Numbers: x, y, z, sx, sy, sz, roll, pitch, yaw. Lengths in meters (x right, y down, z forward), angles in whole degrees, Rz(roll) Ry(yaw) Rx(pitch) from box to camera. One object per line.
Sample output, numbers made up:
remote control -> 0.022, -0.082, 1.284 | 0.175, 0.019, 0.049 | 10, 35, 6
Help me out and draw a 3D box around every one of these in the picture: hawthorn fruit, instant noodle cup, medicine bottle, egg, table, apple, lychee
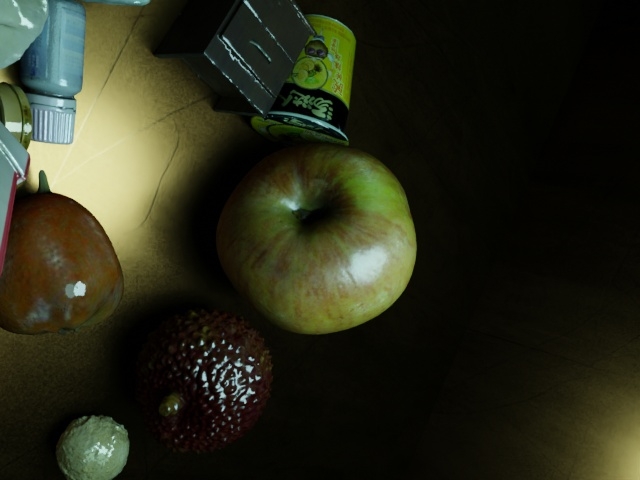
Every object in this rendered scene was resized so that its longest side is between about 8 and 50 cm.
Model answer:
hawthorn fruit -> -0.405, 0.017, 0.735 | 0.199, 0.199, 0.252 | -10, 87, -46
instant noodle cup -> -0.019, -0.323, 1.028 | 0.215, 0.215, 0.237 | 21, 80, -49
medicine bottle -> -0.392, -0.245, 0.715 | 0.083, 0.083, 0.203 | -2, 104, -48
egg -> -0.416, 0.386, 0.901 | 0.116, 0.118, 0.140 | -89, 157, -60
table -> -0.147, -0.353, 0.880 | 0.169, 0.172, 0.193 | 40, 73, -47
apple -> 0.000, 0.000, 1.010 | 0.401, 0.400, 0.334 | -58, 160, -15
lychee -> -0.226, 0.265, 0.956 | 0.304, 0.275, 0.276 | -17, 119, -72

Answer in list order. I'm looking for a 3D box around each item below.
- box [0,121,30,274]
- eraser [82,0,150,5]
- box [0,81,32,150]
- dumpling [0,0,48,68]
box -> -0.501, -0.066, 0.424 | 0.312, 0.300, 0.315 | -31, 130, -5
eraser -> -0.300, -0.458, 0.603 | 0.188, 0.104, 0.290 | 9, 132, -13
box -> -0.439, -0.164, 0.674 | 0.037, 0.105, 0.106 | -11, 112, -56
dumpling -> -0.466, -0.280, 0.592 | 0.246, 0.142, 0.173 | -6, 137, -27
